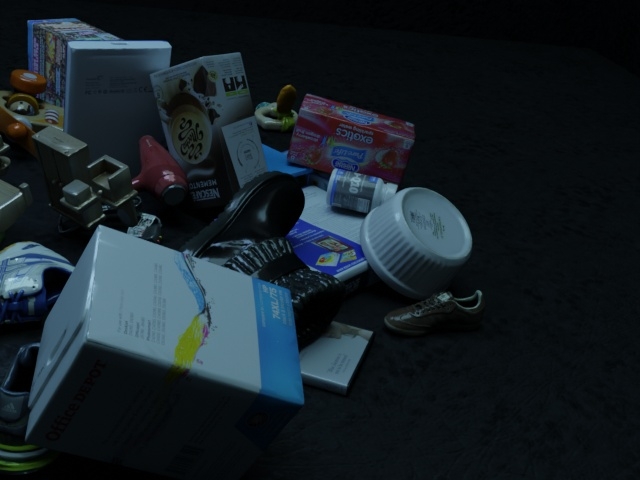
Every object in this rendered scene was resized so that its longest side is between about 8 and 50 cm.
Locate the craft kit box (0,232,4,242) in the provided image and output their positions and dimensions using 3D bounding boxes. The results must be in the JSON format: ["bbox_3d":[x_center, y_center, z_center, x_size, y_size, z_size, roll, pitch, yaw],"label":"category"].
[{"bbox_3d":[-0.701,0.016,1.471,0.249,0.061,0.247,5,24,-6],"label":"craft kit box"}]

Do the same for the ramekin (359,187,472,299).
[{"bbox_3d":[0.188,-0.002,1.605,0.207,0.109,0.207,21,46,-23],"label":"ramekin"}]

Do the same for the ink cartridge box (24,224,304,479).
[{"bbox_3d":[-0.191,0.149,1.053,0.270,0.198,0.197,21,35,-25],"label":"ink cartridge box"}]

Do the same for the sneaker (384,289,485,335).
[{"bbox_3d":[0.202,0.119,1.504,0.188,0.071,0.066,-2,28,-22],"label":"sneaker"}]

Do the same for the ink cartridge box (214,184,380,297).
[{"bbox_3d":[0.000,0.000,1.698,0.307,0.072,0.303,24,31,34],"label":"ink cartridge box"}]

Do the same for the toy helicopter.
[{"bbox_3d":[-0.623,-0.260,1.974,0.355,0.140,0.235,24,21,4],"label":"toy helicopter"}]

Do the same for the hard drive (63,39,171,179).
[{"bbox_3d":[-0.438,-0.270,1.820,0.210,0.319,0.040,-8,40,-29],"label":"hard drive"}]

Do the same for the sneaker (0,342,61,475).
[{"bbox_3d":[-0.355,0.180,1.160,0.111,0.121,0.300,9,26,1],"label":"sneaker"}]

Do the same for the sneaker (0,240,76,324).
[{"bbox_3d":[-0.497,0.082,1.330,0.130,0.112,0.296,20,29,22],"label":"sneaker"}]

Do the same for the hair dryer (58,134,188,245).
[{"bbox_3d":[-0.377,-0.113,1.707,0.223,0.080,0.294,13,46,7],"label":"hair dryer"}]

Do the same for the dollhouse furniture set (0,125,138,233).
[{"bbox_3d":[-0.542,-0.025,1.480,0.303,0.174,0.355,25,48,27],"label":"dollhouse furniture set"}]

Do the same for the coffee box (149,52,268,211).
[{"bbox_3d":[-0.225,-0.220,1.767,0.168,0.297,0.118,-6,11,41],"label":"coffee box"}]

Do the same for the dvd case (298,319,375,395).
[{"bbox_3d":[-0.051,0.164,1.396,0.252,0.022,0.180,14,27,12],"label":"dvd case"}]

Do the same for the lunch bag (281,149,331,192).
[{"bbox_3d":[0.014,-0.144,1.960,0.219,0.090,0.176,24,31,29],"label":"lunch bag"}]

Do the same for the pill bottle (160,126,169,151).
[{"bbox_3d":[-0.409,-0.294,1.998,0.161,0.161,0.283,31,16,39],"label":"pill bottle"}]

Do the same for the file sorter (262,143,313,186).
[{"bbox_3d":[-0.122,-0.132,1.880,0.170,0.105,0.118,27,32,34],"label":"file sorter"}]

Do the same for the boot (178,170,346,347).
[{"bbox_3d":[-0.057,0.028,1.459,0.260,0.131,0.348,19,47,25],"label":"boot"}]

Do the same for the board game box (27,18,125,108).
[{"bbox_3d":[-0.603,-0.410,2.157,0.291,0.232,0.141,29,32,35],"label":"board game box"}]

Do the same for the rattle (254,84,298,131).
[{"bbox_3d":[-0.129,-0.392,2.377,0.130,0.143,0.200,-12,34,1],"label":"rattle"}]

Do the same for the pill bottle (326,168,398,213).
[{"bbox_3d":[0.086,-0.097,1.756,0.137,0.078,0.078,13,26,7],"label":"pill bottle"}]

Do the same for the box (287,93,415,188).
[{"bbox_3d":[0.068,-0.213,1.863,0.256,0.128,0.123,16,26,-2],"label":"box"}]
